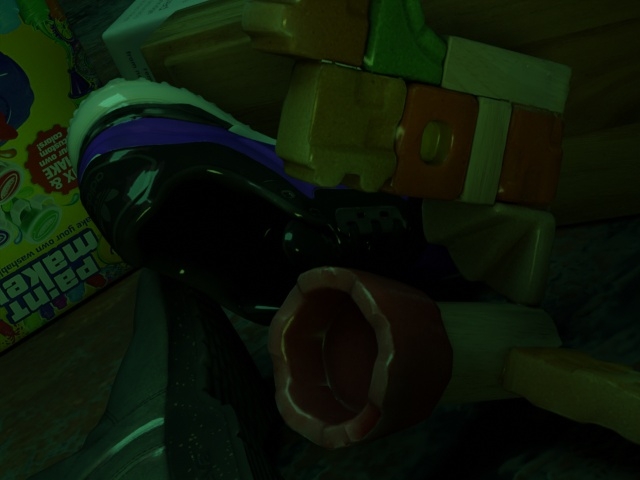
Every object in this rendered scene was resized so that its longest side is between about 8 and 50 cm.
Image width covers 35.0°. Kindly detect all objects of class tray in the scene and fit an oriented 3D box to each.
[{"bbox_3d":[0.098,-0.101,0.687,0.411,0.203,0.076,-10,32,27],"label":"tray"}]

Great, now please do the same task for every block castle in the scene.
[{"bbox_3d":[0.129,-0.108,0.407,0.213,0.453,0.303,3,8,-42],"label":"block castle"}]

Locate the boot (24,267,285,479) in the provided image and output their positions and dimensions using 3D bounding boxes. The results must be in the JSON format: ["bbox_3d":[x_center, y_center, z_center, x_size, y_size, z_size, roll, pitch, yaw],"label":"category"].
[{"bbox_3d":[-0.138,0.135,0.575,0.222,0.118,0.338,-30,23,1],"label":"boot"}]

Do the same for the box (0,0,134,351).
[{"bbox_3d":[-0.325,-0.061,0.876,0.290,0.279,0.177,-34,29,-15],"label":"box"}]

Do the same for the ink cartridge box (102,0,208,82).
[{"bbox_3d":[0.025,-0.246,1.036,0.395,0.166,0.285,-11,31,24],"label":"ink cartridge box"}]

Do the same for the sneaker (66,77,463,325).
[{"bbox_3d":[-0.001,0.001,0.599,0.293,0.102,0.146,10,28,-24],"label":"sneaker"}]
